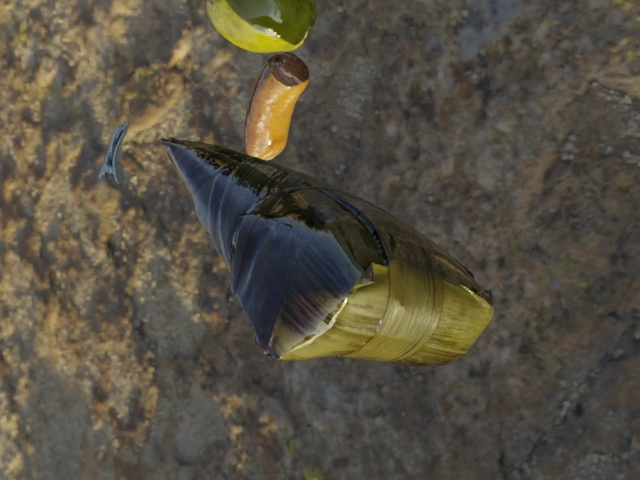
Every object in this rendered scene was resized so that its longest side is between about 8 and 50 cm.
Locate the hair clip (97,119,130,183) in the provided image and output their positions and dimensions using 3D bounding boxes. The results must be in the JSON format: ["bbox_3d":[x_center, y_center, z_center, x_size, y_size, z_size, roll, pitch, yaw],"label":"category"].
[{"bbox_3d":[-0.311,-0.136,1.334,0.039,0.030,0.115,29,133,2],"label":"hair clip"}]

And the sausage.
[{"bbox_3d":[-0.101,-0.269,1.792,0.109,0.108,0.271,59,149,26],"label":"sausage"}]

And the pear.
[{"bbox_3d":[-0.070,-0.267,0.983,0.131,0.107,0.107,26,127,-3],"label":"pear"}]

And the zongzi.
[{"bbox_3d":[0.000,0.000,0.854,0.300,0.286,0.138,43,108,37],"label":"zongzi"}]
